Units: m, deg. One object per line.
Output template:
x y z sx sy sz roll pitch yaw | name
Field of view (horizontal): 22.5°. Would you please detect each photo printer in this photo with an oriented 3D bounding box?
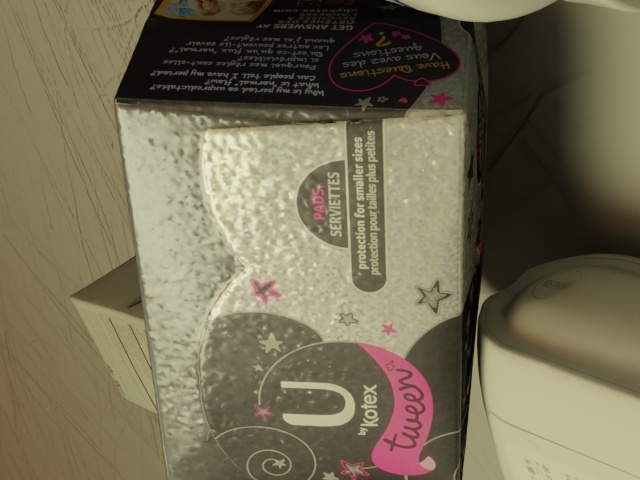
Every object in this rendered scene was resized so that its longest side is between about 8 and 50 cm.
0.206 0.140 0.753 0.307 0.107 0.256 17 135 56 | photo printer

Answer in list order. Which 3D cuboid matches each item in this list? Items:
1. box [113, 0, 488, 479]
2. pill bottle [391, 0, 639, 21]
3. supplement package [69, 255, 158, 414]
0.000 0.000 0.810 0.163 0.142 0.247 3 128 7 | box
0.035 -0.171 0.628 0.272 0.152 0.152 27 142 48 | pill bottle
-0.095 0.069 1.223 0.179 0.105 0.105 10 129 58 | supplement package
